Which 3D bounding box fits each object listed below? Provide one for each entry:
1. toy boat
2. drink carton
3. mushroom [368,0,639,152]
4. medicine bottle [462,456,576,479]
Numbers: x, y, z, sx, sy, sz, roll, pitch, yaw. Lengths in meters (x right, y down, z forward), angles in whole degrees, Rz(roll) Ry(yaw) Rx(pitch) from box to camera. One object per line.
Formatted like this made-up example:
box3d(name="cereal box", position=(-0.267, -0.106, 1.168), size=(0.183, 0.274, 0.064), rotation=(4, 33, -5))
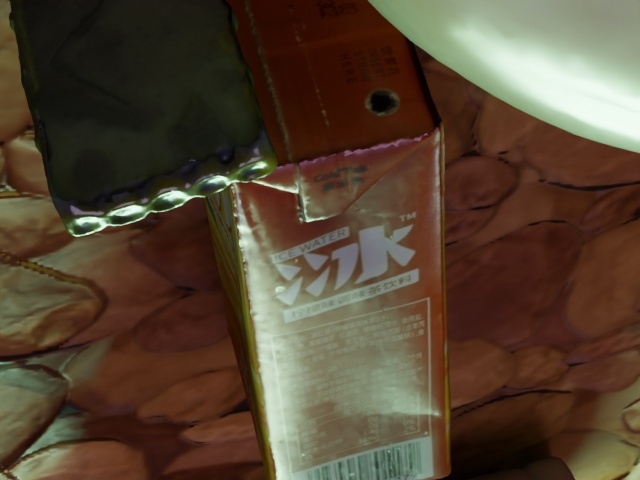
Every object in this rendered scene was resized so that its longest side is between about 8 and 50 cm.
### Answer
box3d(name="toy boat", position=(-0.055, -0.056, 0.564), size=(0.063, 0.115, 0.016), rotation=(-18, 145, 1))
box3d(name="drink carton", position=(0.000, 0.000, 0.685), size=(0.071, 0.096, 0.223), rotation=(-14, 146, -5))
box3d(name="mushroom", position=(0.103, -0.136, 0.466), size=(0.246, 0.202, 0.246), rotation=(23, 143, 19))
box3d(name="medicine bottle", position=(0.012, 0.206, 0.929), size=(0.254, 0.152, 0.152), rotation=(-16, 146, -2))
